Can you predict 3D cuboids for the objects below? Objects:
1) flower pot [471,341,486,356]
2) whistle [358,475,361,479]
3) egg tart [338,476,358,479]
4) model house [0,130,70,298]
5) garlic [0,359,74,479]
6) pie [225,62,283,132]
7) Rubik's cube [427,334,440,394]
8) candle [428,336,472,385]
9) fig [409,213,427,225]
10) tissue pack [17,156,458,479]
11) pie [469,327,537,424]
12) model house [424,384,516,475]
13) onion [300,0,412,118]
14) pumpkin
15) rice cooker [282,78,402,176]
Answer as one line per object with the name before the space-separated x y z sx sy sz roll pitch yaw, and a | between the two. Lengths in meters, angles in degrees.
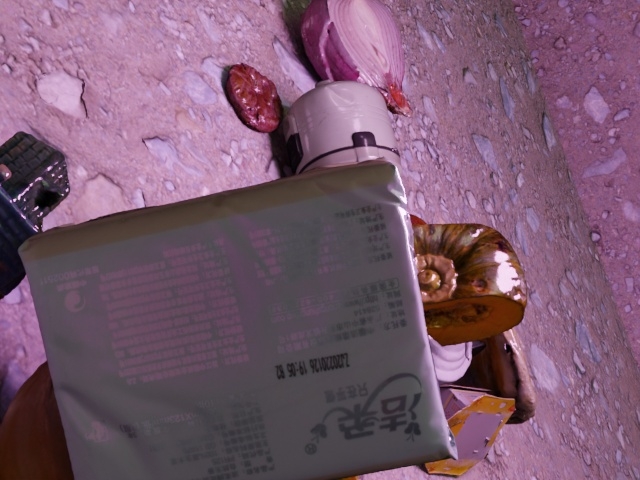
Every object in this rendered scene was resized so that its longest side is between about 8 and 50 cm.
flower pot | 0.264 0.219 1.816 0.157 0.157 0.107 -1 58 -56
whistle | 0.048 0.359 1.485 0.107 0.057 0.220 64 27 -1
egg tart | -0.076 0.346 1.169 0.295 0.295 0.116 27 16 -45
model house | -0.383 -0.034 1.004 0.166 0.172 0.183 51 34 -19
garlic | -0.317 0.238 0.976 0.128 0.115 0.206 71 7 -67
pie | -0.129 -0.283 1.674 0.154 0.036 0.154 33 45 -39
Rubik's cube | -0.036 0.128 1.279 0.304 0.305 0.301 18 55 -49
candle | 0.134 0.169 1.477 0.221 0.342 0.221 28 50 -38
fig | 0.197 -0.034 1.959 0.089 0.089 0.125 26 27 -46
tissue pack | -0.082 0.104 0.947 0.205 0.405 0.331 -70 148 -84
pie | 0.396 0.254 1.874 0.339 0.077 0.339 167 -90 -85
model house | 0.268 0.367 1.759 0.219 0.207 0.136 13 22 -41
onion | 0.078 -0.407 1.946 0.267 0.159 0.348 -6 73 -45
pumpkin | 0.162 0.069 1.256 0.280 0.190 0.139 -1 64 -10
rice cooker | 0.044 -0.183 1.700 0.226 0.226 0.244 11 58 -53
